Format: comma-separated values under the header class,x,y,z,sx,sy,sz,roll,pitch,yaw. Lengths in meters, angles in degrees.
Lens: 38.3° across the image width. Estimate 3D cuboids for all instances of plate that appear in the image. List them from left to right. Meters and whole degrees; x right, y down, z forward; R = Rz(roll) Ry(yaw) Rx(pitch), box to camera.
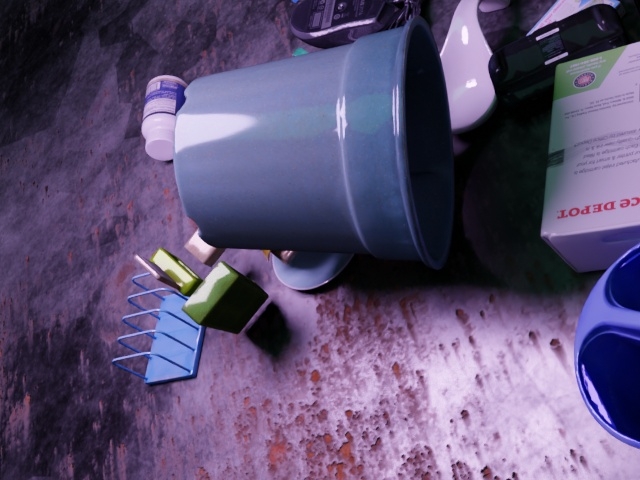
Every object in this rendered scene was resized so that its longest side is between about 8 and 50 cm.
class,x,y,z,sx,sy,sz,roll,pitch,yaw
plate,0.000,0.000,1.517,0.188,0.024,0.188,-21,51,29

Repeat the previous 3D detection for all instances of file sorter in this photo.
class,x,y,z,sx,sy,sz,roll,pitch,yaw
file sorter,-0.278,0.147,1.605,0.118,0.104,0.170,-14,54,34

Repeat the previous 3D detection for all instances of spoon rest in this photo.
class,x,y,z,sx,sy,sz,roll,pitch,yaw
spoon rest,0.235,-0.288,1.458,0.137,0.084,0.276,-6,59,39

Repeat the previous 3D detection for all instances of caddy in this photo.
class,x,y,z,sx,sy,sz,roll,pitch,yaw
caddy,0.414,0.118,0.917,0.341,0.179,0.241,14,79,55

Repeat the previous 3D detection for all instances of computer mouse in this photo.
class,x,y,z,sx,sy,sz,roll,pitch,yaw
computer mouse,0.073,-0.405,1.698,0.272,0.072,0.188,-1,60,27

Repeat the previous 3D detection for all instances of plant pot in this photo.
class,x,y,z,sx,sy,sz,roll,pitch,yaw
plant pot,-0.004,-0.124,1.300,0.334,0.341,0.341,-3,60,18

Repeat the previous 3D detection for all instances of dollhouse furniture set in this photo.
class,x,y,z,sx,sy,sz,roll,pitch,yaw
dollhouse furniture set,-0.135,-0.029,1.477,0.197,0.151,0.301,39,90,23

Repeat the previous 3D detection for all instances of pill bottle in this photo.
class,x,y,z,sx,sy,sz,roll,pitch,yaw
pill bottle,-0.322,-0.253,1.919,0.094,0.094,0.169,-23,50,29

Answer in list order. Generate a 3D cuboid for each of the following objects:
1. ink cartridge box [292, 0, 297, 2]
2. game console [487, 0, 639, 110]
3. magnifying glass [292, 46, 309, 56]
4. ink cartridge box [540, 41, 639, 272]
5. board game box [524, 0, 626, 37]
class,x,y,z,sx,sy,sz,roll,pitch,yaw
ink cartridge box,-0.070,-0.604,1.850,0.148,0.203,0.086,-39,44,15
game console,0.409,-0.308,1.315,0.361,0.044,0.213,-22,57,22
magnifying glass,0.027,-0.277,1.645,0.026,0.092,0.231,-49,52,0
ink cartridge box,0.401,-0.110,1.167,0.198,0.115,0.273,-10,57,38
board game box,0.370,-0.310,1.394,0.154,0.026,0.103,-48,43,5
